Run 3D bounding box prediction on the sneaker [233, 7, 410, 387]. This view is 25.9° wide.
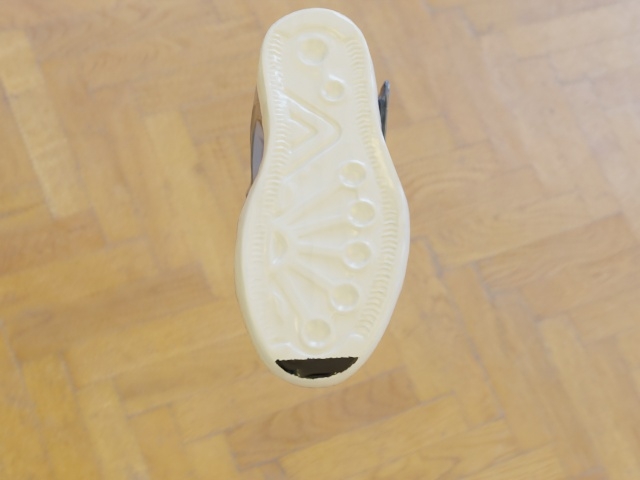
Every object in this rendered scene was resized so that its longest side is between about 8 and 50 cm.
[{"bbox_3d":[-0.001,0.000,1.128,0.130,0.236,0.323,-1,63,-1],"label":"sneaker"}]
